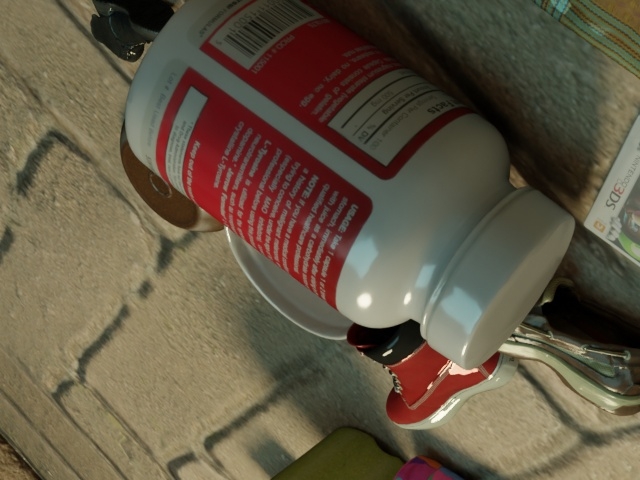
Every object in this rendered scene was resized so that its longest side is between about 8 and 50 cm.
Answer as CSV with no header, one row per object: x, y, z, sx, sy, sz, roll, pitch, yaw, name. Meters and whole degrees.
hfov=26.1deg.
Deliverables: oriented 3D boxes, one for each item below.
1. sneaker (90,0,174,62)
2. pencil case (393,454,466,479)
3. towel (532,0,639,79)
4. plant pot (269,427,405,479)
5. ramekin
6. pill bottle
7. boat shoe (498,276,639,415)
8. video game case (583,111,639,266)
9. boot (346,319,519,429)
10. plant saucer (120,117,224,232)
-0.218,-0.246,1.619,0.170,0.051,0.089,31,148,36,sneaker
0.196,0.371,1.776,0.236,0.104,0.104,29,147,32,pencil case
0.289,-0.194,1.005,0.370,0.040,0.271,38,149,17,towel
0.006,0.407,1.917,0.276,0.254,0.276,34,150,24,plant pot
0.000,0.000,1.567,0.207,0.109,0.207,33,148,24,ramekin
0.029,-0.064,1.320,0.407,0.229,0.229,37,150,19,pill bottle
0.227,0.070,1.382,0.257,0.095,0.095,27,132,21,boat shoe
0.331,-0.009,1.196,0.190,0.022,0.173,38,151,16,video game case
0.089,0.139,1.559,0.176,0.088,0.244,15,151,-18,boot
-0.201,-0.082,1.813,0.198,0.036,0.199,34,148,25,plant saucer
